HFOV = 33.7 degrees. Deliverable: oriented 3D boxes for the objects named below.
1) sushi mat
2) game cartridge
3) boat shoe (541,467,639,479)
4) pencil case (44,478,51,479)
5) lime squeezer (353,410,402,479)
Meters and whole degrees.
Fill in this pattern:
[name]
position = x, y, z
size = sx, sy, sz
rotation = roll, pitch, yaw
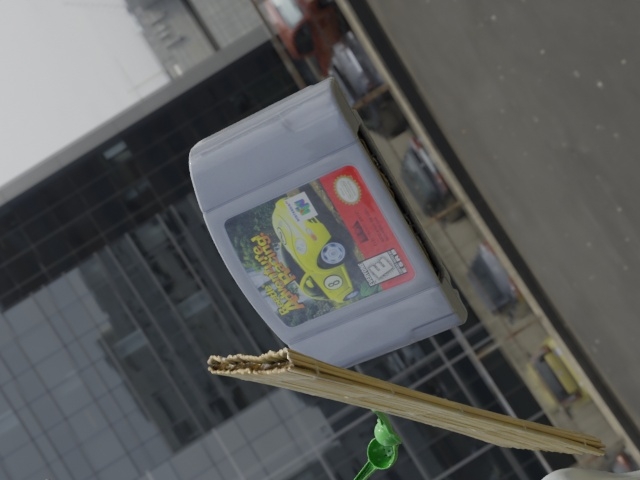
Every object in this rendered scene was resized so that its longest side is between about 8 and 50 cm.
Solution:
[sushi mat]
position = 0.073, 0.137, 0.872
size = 0.317, 0.019, 0.151
rotation = 19, 164, -28
[game cartridge]
position = 0.000, 0.000, 1.086
size = 0.294, 0.196, 0.060
rotation = 58, -155, -19
[boat shoe]
position = 0.444, 0.382, 1.433
size = 0.119, 0.335, 0.121
rotation = -119, 39, -51
[pencil case]
position = -0.467, 0.385, 1.372
size = 0.124, 0.284, 0.124
rotation = 172, 90, -88
[lime squeezer]
position = 0.091, 0.351, 1.811
size = 0.310, 0.110, 0.059
rotation = 105, 146, -44
